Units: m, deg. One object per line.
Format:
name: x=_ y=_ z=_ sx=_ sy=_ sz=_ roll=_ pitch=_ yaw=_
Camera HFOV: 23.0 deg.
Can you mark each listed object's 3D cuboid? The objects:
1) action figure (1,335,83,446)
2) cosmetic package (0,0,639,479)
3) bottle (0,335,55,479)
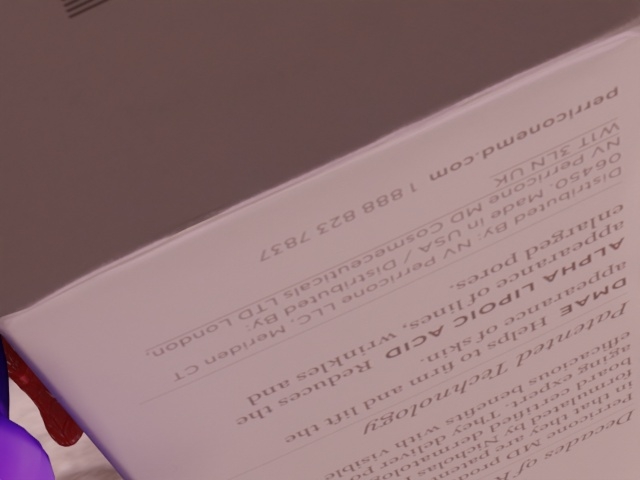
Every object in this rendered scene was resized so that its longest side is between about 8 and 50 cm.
action figure: x=-0.167 y=0.052 z=0.551 sx=0.091 sy=0.139 sz=0.280 roll=-30 pitch=146 yaw=4
cosmetic package: x=0.000 y=0.000 z=0.515 sx=0.156 sy=0.217 sz=0.385 roll=-25 pitch=150 yaw=-1
bottle: x=-0.129 y=0.012 z=0.369 sx=0.092 sy=0.283 sz=0.118 roll=-23 pitch=150 yaw=-8
